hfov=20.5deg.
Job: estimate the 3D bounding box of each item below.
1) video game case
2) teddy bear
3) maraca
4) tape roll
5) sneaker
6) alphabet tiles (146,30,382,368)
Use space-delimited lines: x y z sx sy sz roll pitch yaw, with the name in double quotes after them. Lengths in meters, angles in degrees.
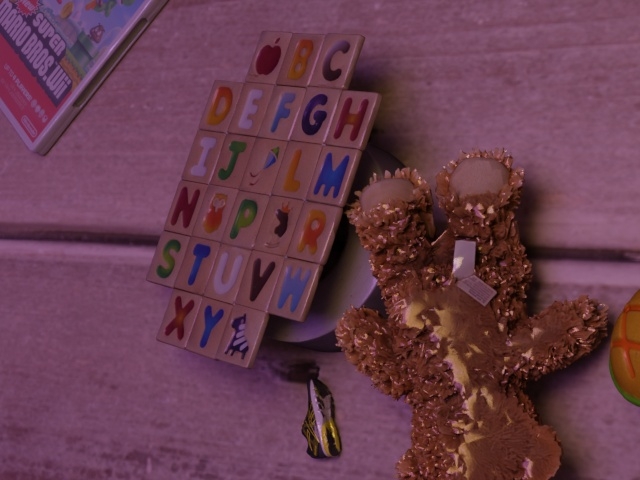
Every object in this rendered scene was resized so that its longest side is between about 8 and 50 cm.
-0.295 -0.269 2.087 0.285 0.025 0.204 -49 56 15 "video game case"
0.132 0.079 1.635 0.245 0.113 0.338 -28 75 0 "teddy bear"
0.325 0.068 1.521 0.186 0.099 0.127 -43 40 13 "maraca"
0.000 0.000 1.784 0.219 0.072 0.219 -9 75 33 "tape roll"
-0.006 0.179 1.769 0.035 0.031 0.083 -23 66 29 "sneaker"
-0.063 -0.048 1.768 0.285 0.011 0.342 12 81 54 "alphabet tiles"
